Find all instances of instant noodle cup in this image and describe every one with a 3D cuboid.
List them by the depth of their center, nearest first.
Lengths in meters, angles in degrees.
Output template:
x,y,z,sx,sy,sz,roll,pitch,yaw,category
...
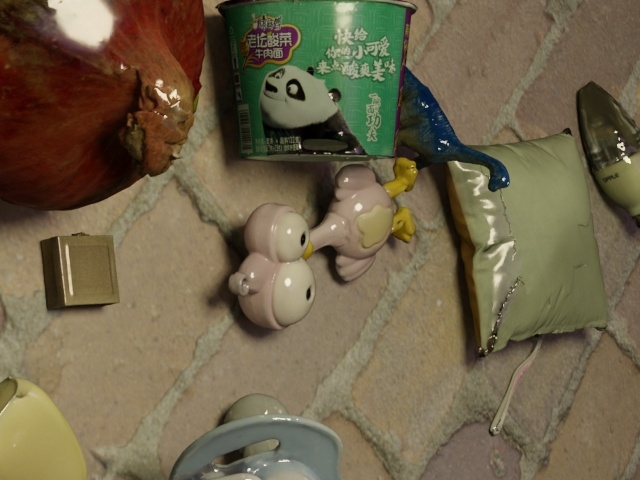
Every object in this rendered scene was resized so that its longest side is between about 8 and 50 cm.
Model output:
x,y,z,sx,sy,sz,roll,pitch,yaw,category
-0.005,-0.193,1.983,0.251,0.251,0.190,-1,91,-46,instant noodle cup

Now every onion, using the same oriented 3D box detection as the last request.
x,y,z,sx,sy,sz,roll,pitch,yaw,category
-0.285,-0.194,1.660,0.353,0.353,0.354,12,73,-44,onion

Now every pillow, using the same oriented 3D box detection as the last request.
x,y,z,sx,sy,sz,roll,pitch,yaw,category
0.299,-0.003,2.330,0.310,0.119,0.312,-8,87,-43,pillow

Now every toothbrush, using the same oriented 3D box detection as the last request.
x,y,z,sx,sy,sz,roll,pitch,yaw,category
0.288,0.201,2.347,0.204,0.022,0.017,-60,139,-34,toothbrush

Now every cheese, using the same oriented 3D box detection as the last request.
x,y,z,sx,sy,sz,roll,pitch,yaw,category
-0.278,0.263,1.726,0.251,0.054,0.127,49,54,-28,cheese

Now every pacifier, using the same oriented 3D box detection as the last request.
x,y,z,sx,sy,sz,roll,pitch,yaw,category
-0.074,0.275,1.871,0.226,0.238,0.287,-100,168,-51,pacifier

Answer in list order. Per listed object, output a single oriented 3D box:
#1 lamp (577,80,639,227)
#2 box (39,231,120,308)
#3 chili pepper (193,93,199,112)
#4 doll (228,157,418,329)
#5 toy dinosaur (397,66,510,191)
x,y,z,sx,sy,sz,roll,pitch,yaw,category
0.472,-0.135,2.559,0.101,0.101,0.250,-25,87,-46,lamp
-0.267,0.033,1.797,0.079,0.035,0.083,0,81,-46,box
-0.179,-0.243,1.938,0.051,0.050,0.202,-12,86,-8,chili pepper
-0.001,0.000,2.028,0.365,0.094,0.160,-31,129,-50,doll
0.165,-0.174,2.181,0.075,0.188,0.248,13,71,-52,toy dinosaur
